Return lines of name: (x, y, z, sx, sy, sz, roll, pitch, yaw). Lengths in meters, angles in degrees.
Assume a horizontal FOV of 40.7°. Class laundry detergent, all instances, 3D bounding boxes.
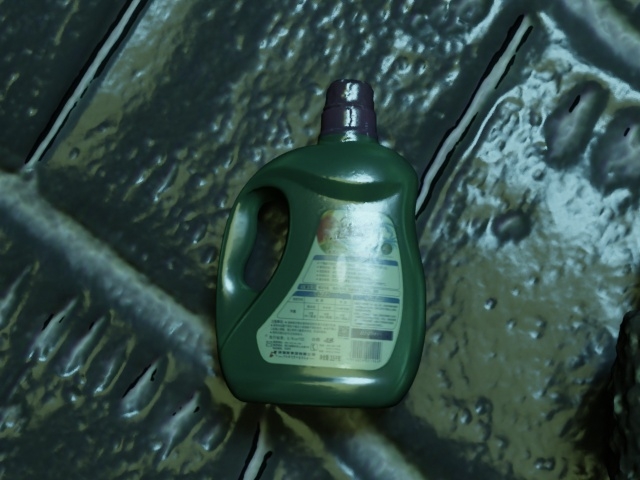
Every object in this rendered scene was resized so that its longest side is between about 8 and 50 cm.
laundry detergent: (0.000, 0.000, 0.589, 0.144, 0.078, 0.222, 0, 84, 11)

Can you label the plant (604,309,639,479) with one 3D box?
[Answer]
plant: (0.260, 0.035, 0.517, 0.146, 0.149, 0.275, 18, 83, 9)
